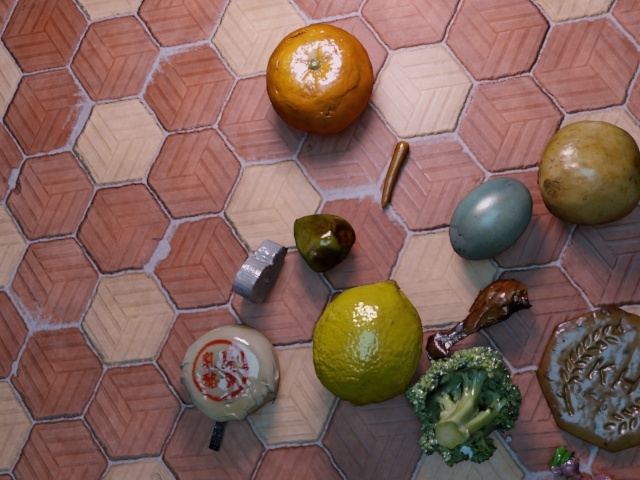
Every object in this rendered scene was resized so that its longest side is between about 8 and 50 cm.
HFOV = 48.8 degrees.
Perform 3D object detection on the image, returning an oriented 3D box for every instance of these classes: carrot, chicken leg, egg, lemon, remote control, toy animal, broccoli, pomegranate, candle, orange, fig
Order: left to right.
[{"bbox_3d":[-0.270,0.510,1.870,0.034,0.016,0.091,12,84,26],"label":"remote control"},{"bbox_3d":[-0.161,0.095,1.850,0.068,0.192,0.168,27,131,12],"label":"candle"},{"bbox_3d":[-0.001,-0.420,1.845,0.284,0.226,0.283,0,87,7],"label":"orange"},{"bbox_3d":[0.000,0.000,1.833,0.166,0.144,0.154,30,104,31],"label":"fig"},{"bbox_3d":[0.114,0.246,1.721,0.269,0.268,0.321,9,85,10],"label":"lemon"},{"bbox_3d":[0.193,-0.175,1.882,0.037,0.037,0.190,20,90,11],"label":"carrot"},{"bbox_3d":[0.334,0.396,1.686,0.260,0.235,0.287,-15,95,-32],"label":"broccoli"},{"bbox_3d":[0.385,0.200,1.761,0.304,0.113,0.093,-37,113,3],"label":"chicken leg"},{"bbox_3d":[0.422,-0.053,1.757,0.236,0.169,0.169,-46,78,-1],"label":"egg"},{"bbox_3d":[0.647,-0.162,1.704,0.261,0.260,0.260,-1,82,9],"label":"pomegranate"},{"bbox_3d":[0.648,0.578,1.688,0.209,0.100,0.103,21,125,8],"label":"toy animal"}]

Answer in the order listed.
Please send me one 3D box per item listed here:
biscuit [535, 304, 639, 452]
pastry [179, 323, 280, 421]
[{"bbox_3d":[0.712,0.336,1.724,0.360,0.046,0.358,-1,81,8],"label":"biscuit"},{"bbox_3d":[-0.232,0.342,1.831,0.265,0.133,0.264,0,86,8],"label":"pastry"}]
